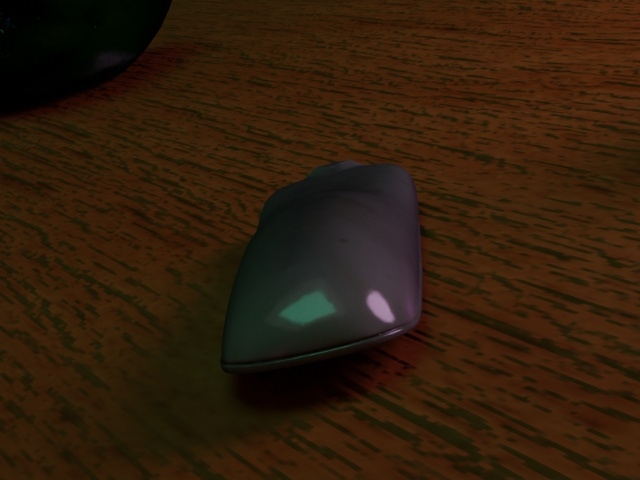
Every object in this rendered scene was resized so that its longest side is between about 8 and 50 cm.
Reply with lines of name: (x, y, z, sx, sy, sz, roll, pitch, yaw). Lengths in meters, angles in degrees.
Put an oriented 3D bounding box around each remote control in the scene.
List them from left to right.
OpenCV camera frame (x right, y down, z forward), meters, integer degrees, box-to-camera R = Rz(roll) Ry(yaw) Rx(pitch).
remote control: (0.000, 0.000, 0.605, 0.073, 0.044, 0.229, -15, 16, 8)

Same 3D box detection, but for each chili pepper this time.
chili pepper: (-0.257, -0.231, 1.299, 0.249, 0.233, 0.257, -4, 13, 21)
